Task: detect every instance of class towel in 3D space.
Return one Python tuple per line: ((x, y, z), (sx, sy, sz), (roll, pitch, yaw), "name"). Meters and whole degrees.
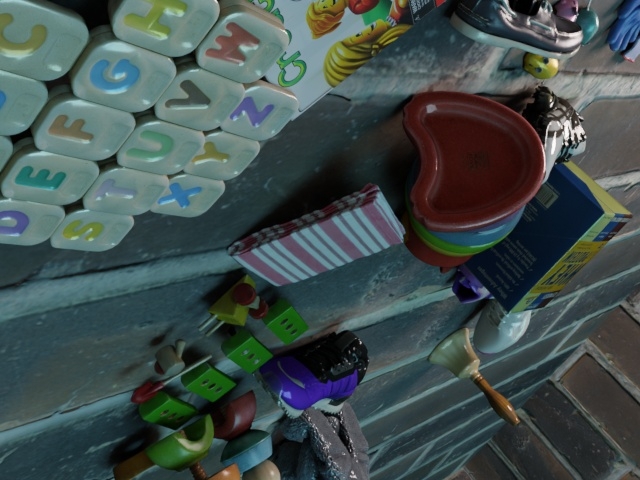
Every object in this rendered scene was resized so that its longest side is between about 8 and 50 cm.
((0.000, 0.000, 0.869), (0.196, 0.029, 0.144), (-21, 154, 12), "towel")

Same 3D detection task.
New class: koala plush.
((-0.027, 0.463, 1.425), (0.221, 0.203, 0.196), (-38, 155, 23), "koala plush")

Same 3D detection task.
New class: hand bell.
((0.377, 0.337, 1.652), (0.126, 0.242, 0.126), (-29, 151, -18), "hand bell")

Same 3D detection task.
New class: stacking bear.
((0.179, -0.048, 0.935), (0.164, 0.176, 0.289), (-2, 160, -1), "stacking bear")

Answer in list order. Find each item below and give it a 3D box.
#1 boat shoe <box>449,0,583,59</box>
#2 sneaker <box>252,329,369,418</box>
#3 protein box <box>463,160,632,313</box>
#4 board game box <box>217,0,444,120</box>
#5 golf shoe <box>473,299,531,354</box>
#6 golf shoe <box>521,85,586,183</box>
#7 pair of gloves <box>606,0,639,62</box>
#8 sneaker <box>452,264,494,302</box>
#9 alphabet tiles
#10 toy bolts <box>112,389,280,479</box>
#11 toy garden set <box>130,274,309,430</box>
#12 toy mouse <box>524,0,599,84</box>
((0.235, -0.251, 0.784), (0.206, 0.075, 0.065), (-5, 133, -36), "boat shoe")
((0.001, 0.206, 1.163), (0.146, 0.102, 0.293), (-48, 156, 7), "sneaker")
((0.315, -0.031, 1.076), (0.135, 0.200, 0.201), (0, 133, -50), "protein box")
((-0.006, -0.241, 0.529), (0.193, 0.053, 0.305), (-39, 153, -1), "board game box")
((0.424, 0.127, 1.565), (0.140, 0.115, 0.306), (13, 116, -45), "golf shoe")
((0.321, -0.135, 0.953), (0.077, 0.093, 0.198), (-61, -176, 49), "golf shoe")
((0.499, -0.339, 1.040), (0.198, 0.023, 0.159), (4, 130, -52), "pair of gloves")
((0.309, 0.045, 1.306), (0.104, 0.095, 0.236), (-18, 147, -21), "sneaker")
((-0.155, -0.084, 0.554), (0.284, 0.021, 0.277), (-42, 149, 28), "alphabet tiles")
((-0.168, 0.352, 1.052), (0.218, 0.159, 0.228), (-35, 170, 33), "toy bolts")
((-0.147, 0.147, 0.940), (0.244, 0.049, 0.204), (-37, 154, -4), "toy garden set")
((0.323, -0.273, 0.910), (0.143, 0.031, 0.161), (-50, 151, 20), "toy mouse")
